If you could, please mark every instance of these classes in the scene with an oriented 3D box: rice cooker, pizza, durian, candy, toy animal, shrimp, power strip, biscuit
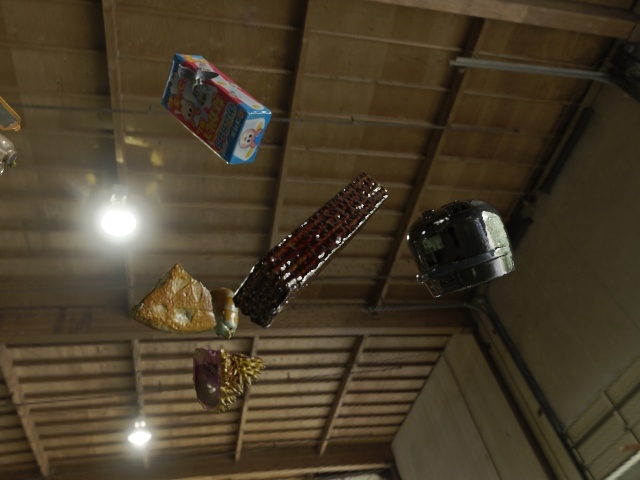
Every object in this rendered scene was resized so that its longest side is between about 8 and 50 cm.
[{"bbox_3d":[0.366,0.016,1.350,0.267,0.224,0.267,-18,-7,-2],"label":"rice cooker"},{"bbox_3d":[-0.315,0.126,1.104,0.182,0.062,0.161,1,-79,-29],"label":"pizza"},{"bbox_3d":[-0.245,0.347,1.280,0.153,0.260,0.186,25,-95,-23],"label":"durian"},{"bbox_3d":[-0.279,-0.346,1.343,0.100,0.306,0.157,-19,-36,-53],"label":"candy"},{"bbox_3d":[-0.230,-0.297,0.944,0.084,0.028,0.050,0,-66,-43],"label":"toy animal"},{"bbox_3d":[-0.268,0.187,1.222,0.166,0.161,0.049,-28,-45,16],"label":"shrimp"},{"bbox_3d":[-0.712,-0.288,1.128,0.049,0.028,0.178,-38,-13,-13],"label":"power strip"},{"bbox_3d":[0.000,0.000,0.841,0.073,0.388,0.107,40,-52,4],"label":"biscuit"}]

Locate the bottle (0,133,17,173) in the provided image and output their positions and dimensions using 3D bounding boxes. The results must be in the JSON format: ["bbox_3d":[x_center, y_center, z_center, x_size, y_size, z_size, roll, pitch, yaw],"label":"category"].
[{"bbox_3d":[-0.861,-0.178,1.292,0.110,0.097,0.209,39,-94,-16],"label":"bottle"}]
